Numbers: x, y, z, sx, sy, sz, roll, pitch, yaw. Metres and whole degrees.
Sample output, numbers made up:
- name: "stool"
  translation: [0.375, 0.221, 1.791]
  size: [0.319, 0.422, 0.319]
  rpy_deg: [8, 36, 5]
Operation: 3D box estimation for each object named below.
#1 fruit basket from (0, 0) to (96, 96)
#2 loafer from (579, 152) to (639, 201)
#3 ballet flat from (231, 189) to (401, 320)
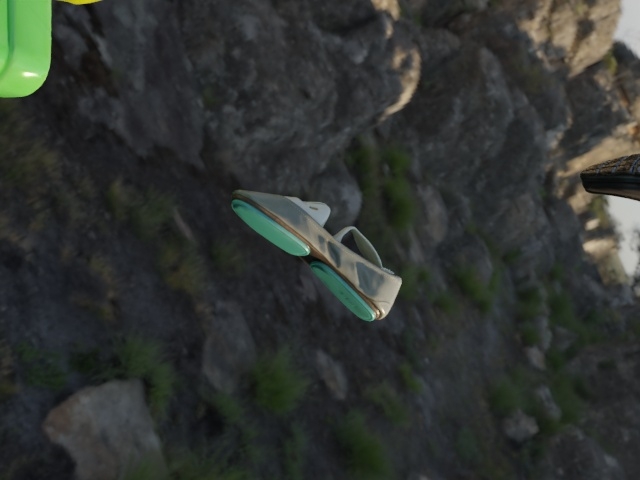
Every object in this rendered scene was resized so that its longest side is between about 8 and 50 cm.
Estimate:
- name: "fruit basket"
  translation: [-0.293, -0.302, 0.824]
  size: [0.392, 0.283, 0.392]
  rpy_deg: [-6, 98, -59]
- name: "loafer"
  translation: [0.319, -0.042, 0.864]
  size: [0.062, 0.170, 0.061]
  rpy_deg: [-35, 123, -45]
- name: "ballet flat"
  translation: [0.000, 0.000, 0.990]
  size: [0.213, 0.068, 0.072]
  rpy_deg: [41, -19, -20]
